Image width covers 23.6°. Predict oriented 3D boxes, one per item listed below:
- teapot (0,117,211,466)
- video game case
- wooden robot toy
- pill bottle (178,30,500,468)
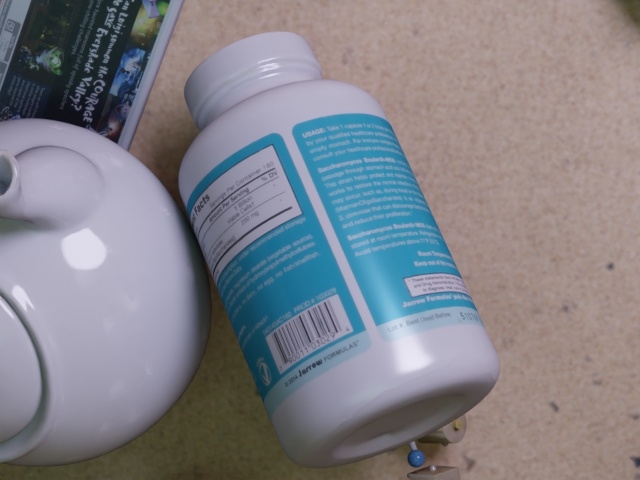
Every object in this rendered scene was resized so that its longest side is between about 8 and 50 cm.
[{"bbox_3d":[-0.209,0.056,1.002,0.252,0.187,0.256,-10,110,33],"label":"teapot"},{"bbox_3d":[-0.193,-0.147,1.060,0.173,0.022,0.190,23,106,0],"label":"video game case"},{"bbox_3d":[0.050,0.109,1.095,0.079,0.076,0.173,-8,108,45],"label":"wooden robot toy"},{"bbox_3d":[0.000,0.000,0.980,0.146,0.146,0.264,-27,70,13],"label":"pill bottle"}]
